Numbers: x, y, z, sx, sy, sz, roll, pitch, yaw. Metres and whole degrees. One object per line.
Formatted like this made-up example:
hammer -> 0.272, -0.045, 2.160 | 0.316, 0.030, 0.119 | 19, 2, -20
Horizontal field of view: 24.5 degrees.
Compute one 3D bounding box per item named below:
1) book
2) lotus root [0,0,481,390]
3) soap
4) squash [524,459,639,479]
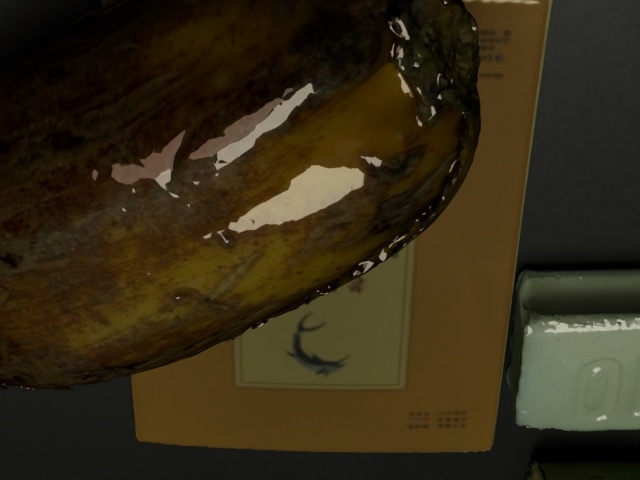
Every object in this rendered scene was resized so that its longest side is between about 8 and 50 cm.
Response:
book -> 0.000, 0.000, 0.969 | 0.269, 0.032, 0.388 | 2, 129, -1
lotus root -> -0.093, -0.031, 0.812 | 0.398, 0.179, 0.195 | -21, 107, 23
soap -> 0.231, 0.075, 1.012 | 0.199, 0.063, 0.114 | -2, 131, 2
squash -> 0.255, 0.208, 1.111 | 0.188, 0.095, 0.095 | -3, 130, -3
